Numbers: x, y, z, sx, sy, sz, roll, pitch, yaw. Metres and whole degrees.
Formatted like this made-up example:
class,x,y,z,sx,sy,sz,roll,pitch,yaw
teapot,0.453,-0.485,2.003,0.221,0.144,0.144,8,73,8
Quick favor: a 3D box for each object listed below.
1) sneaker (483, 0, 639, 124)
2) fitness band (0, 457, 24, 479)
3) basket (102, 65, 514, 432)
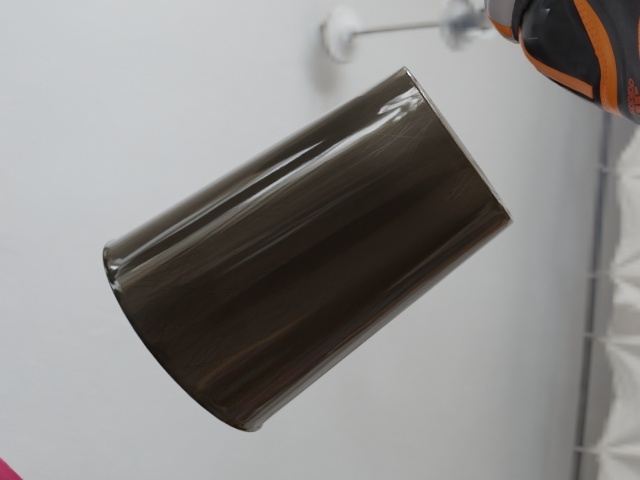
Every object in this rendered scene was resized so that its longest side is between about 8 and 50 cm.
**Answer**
class,x,y,z,sx,sy,sz,roll,pitch,yaw
sneaker,0.231,-0.201,0.780,0.124,0.180,0.321,-12,-44,-47
fitness band,-0.258,0.182,0.827,0.291,0.209,0.054,43,-159,-5
basket,0.000,0.000,0.982,0.154,0.227,0.204,58,-171,22
